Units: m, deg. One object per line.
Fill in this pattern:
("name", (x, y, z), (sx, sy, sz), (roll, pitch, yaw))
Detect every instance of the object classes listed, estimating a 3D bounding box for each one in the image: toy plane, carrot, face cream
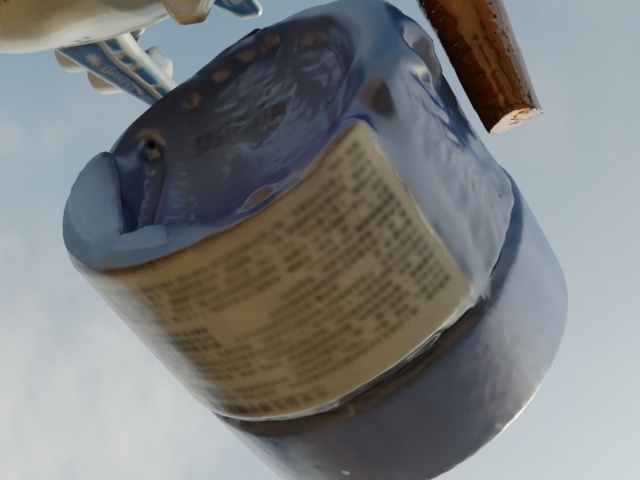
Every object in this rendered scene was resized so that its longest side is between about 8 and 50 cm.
("toy plane", (-0.165, -0.185, 0.603), (0.267, 0.122, 0.267), (15, -30, 9))
("carrot", (0.084, -0.140, 0.525), (0.055, 0.055, 0.161), (-25, -107, 21))
("face cream", (0.000, 0.000, 0.555), (0.249, 0.249, 0.225), (-23, -56, 21))
